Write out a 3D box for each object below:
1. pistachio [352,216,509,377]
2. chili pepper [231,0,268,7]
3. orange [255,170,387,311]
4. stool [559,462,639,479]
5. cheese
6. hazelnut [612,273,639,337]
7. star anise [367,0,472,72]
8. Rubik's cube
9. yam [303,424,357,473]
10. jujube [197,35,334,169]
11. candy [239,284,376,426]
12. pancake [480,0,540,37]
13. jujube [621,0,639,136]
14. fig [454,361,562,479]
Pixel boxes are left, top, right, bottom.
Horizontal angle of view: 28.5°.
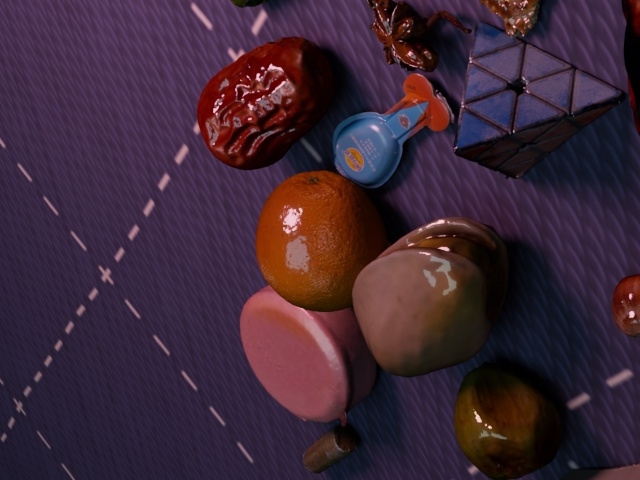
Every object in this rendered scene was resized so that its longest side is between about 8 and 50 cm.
[{"bbox_3d":[0.147,0.075,1.711,0.197,0.166,0.288,27,136,3],"label":"pistachio"},{"bbox_3d":[-0.067,-0.380,1.709,0.073,0.072,0.204,55,142,6],"label":"chili pepper"},{"bbox_3d":[0.000,0.000,1.811,0.206,0.206,0.206,26,133,33],"label":"orange"},{"bbox_3d":[0.375,0.471,1.670,0.170,0.269,0.244,-19,101,50],"label":"stool"},{"bbox_3d":[0.091,-0.146,1.734,0.106,0.037,0.256,56,140,0],"label":"cheese"},{"bbox_3d":[0.393,0.079,1.531,0.086,0.086,0.086,26,133,33],"label":"hazelnut"},{"bbox_3d":[0.124,-0.260,1.585,0.190,0.070,0.097,28,134,59],"label":"star anise"},{"bbox_3d":[0.206,-0.186,1.512,0.211,0.190,0.178,-40,67,47],"label":"Rubik's cube"},{"bbox_3d":[0.016,0.356,2.148,0.054,0.054,0.132,52,142,6],"label":"yam"},{"bbox_3d":[-0.075,-0.195,1.793,0.230,0.155,0.155,-28,94,42],"label":"jujube"},{"bbox_3d":[-0.018,0.180,2.026,0.255,0.094,0.255,27,133,33],"label":"candy"},{"bbox_3d":[0.216,-0.345,1.445,0.266,0.057,0.245,7,121,43],"label":"pancake"},{"bbox_3d":[0.386,-0.176,1.310,0.168,0.168,0.236,-41,67,52],"label":"jujube"},{"bbox_3d":[0.256,0.251,1.762,0.166,0.144,0.154,59,179,10],"label":"fig"}]
